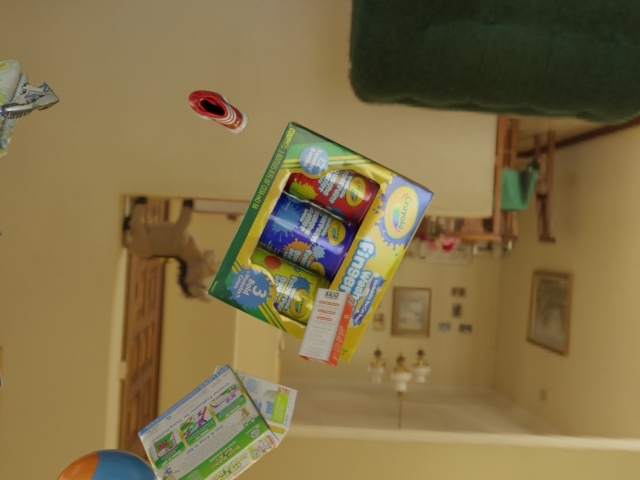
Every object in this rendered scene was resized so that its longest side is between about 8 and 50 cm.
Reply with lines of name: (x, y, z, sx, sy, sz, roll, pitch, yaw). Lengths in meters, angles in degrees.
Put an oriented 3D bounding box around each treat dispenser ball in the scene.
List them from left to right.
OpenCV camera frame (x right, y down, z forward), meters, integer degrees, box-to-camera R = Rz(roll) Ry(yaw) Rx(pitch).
treat dispenser ball: (-0.527, 0.662, 2.065, 0.288, 0.288, 0.288, 3, 180, 0)

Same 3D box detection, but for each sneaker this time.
sneaker: (-0.603, -0.288, 1.709, 0.052, 0.058, 0.135, -23, -174, 40)
sneaker: (-0.299, -0.370, 2.233, 0.221, 0.087, 0.128, 27, 177, 34)

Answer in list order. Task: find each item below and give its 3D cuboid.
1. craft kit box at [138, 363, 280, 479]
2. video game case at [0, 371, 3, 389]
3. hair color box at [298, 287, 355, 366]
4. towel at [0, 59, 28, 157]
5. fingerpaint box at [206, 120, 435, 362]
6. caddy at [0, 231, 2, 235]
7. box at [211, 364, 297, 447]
craft kit box: (-0.239, 0.412, 1.754, 0.250, 0.061, 0.246, -37, -146, -6)
video game case: (-0.503, 0.223, 1.198, 0.019, 0.143, 0.157, 16, 138, 1)
hair color box: (0.013, 0.169, 1.640, 0.072, 0.141, 0.043, 8, 161, 29)
towel: (-0.926, -0.303, 2.135, 0.321, 0.374, 0.090, -16, 134, 10)
fingerpaint box: (0.000, 0.000, 1.958, 0.371, 0.444, 0.163, 27, -173, -2)
caddy: (-0.679, -0.065, 1.335, 0.341, 0.179, 0.241, 41, 166, 25)
box: (-0.173, 0.392, 1.980, 0.203, 0.114, 0.103, 20, 136, -8)
